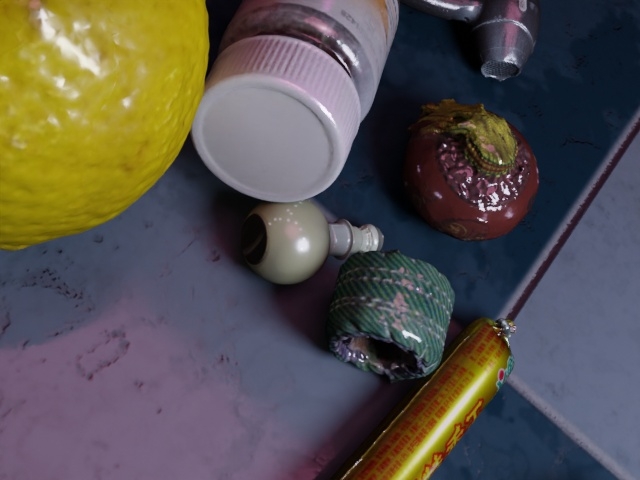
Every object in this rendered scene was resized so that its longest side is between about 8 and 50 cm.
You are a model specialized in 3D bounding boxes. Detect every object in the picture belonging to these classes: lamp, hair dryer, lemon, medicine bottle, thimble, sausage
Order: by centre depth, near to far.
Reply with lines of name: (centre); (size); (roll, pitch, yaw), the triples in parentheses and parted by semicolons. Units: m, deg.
lemon: (-0.258, -0.178, 0.685); (0.350, 0.387, 0.349); (16, 44, -16)
sausage: (0.087, 0.197, 0.818); (0.082, 0.082, 0.371); (47, 60, 3)
thimble: (0.065, 0.076, 0.823); (0.119, 0.135, 0.090); (21, 65, -2)
medicine bottle: (-0.018, -0.180, 0.853); (0.165, 0.165, 0.273); (25, 46, -9)
lamp: (0.000, 0.000, 0.869); (0.163, 0.091, 0.090); (2, 67, -36)
lamp: (0.170, -0.079, 0.927); (0.157, 0.135, 0.156); (21, 63, -13)
hair dryer: (0.150, -0.334, 1.042); (0.272, 0.091, 0.235); (11, 73, -18)
